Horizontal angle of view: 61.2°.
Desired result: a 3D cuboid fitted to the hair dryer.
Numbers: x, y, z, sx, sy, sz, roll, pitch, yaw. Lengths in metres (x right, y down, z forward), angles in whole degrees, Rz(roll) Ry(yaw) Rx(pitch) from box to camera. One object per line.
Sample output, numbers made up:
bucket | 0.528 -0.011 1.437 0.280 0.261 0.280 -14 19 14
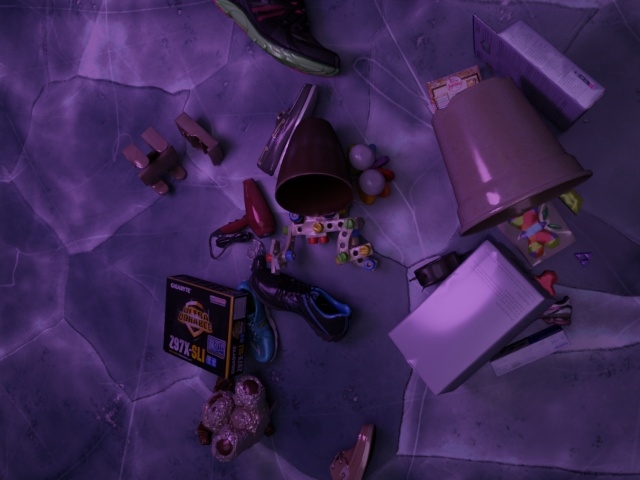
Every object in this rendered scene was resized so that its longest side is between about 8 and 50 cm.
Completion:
hair dryer | -0.247 -0.053 1.703 0.223 0.080 0.294 21 99 16

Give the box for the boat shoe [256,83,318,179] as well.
boat shoe | -0.099 -0.335 1.623 0.091 0.109 0.305 28 105 9

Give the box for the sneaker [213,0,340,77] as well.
sneaker | -0.119 -0.655 1.571 0.483 0.185 0.202 44 108 9

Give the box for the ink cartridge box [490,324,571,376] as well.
ink cartridge box | 0.562 0.295 1.463 0.207 0.097 0.046 -30 85 17

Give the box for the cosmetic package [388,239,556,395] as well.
cosmetic package | 0.397 0.209 1.442 0.385 0.156 0.217 -47 60 20

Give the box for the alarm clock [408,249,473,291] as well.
alarm clock | 0.346 0.074 1.508 0.191 0.129 0.064 -29 86 -10

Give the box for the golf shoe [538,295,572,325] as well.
golf shoe | 0.579 0.179 1.464 0.185 0.067 0.086 2 93 22

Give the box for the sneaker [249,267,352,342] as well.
sneaker | -0.054 0.163 1.614 0.340 0.125 0.140 28 142 7

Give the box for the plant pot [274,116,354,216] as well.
plant pot | -0.017 -0.219 1.502 0.215 0.215 0.231 -10 61 18

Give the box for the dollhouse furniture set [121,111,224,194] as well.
dollhouse furniture set | -0.450 -0.253 1.690 0.161 0.212 0.242 42 77 12

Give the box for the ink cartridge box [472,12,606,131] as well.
ink cartridge box | 0.513 -0.415 1.313 0.071 0.324 0.330 -45 81 14

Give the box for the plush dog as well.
plush dog | -0.279 0.557 1.725 0.225 0.211 0.263 11 68 30

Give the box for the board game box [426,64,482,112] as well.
board game box | 0.391 -0.366 1.500 0.146 0.045 0.194 -15 89 18

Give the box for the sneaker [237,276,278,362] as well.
sneaker | -0.211 0.255 1.696 0.106 0.110 0.276 -14 90 18

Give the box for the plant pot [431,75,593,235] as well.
plant pot | 0.434 -0.216 1.337 0.333 0.333 0.306 -27 78 17

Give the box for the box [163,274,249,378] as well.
box | -0.367 0.263 1.706 0.321 0.079 0.258 11 101 38

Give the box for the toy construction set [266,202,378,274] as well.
toy construction set | 0.000 0.000 1.603 0.327 0.151 0.215 -6 92 7

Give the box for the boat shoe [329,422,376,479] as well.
boat shoe | 0.077 0.696 1.628 0.110 0.121 0.342 21 101 14

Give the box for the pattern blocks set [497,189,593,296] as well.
pattern blocks set | 0.583 -0.031 1.473 0.325 0.026 0.285 43 104 11

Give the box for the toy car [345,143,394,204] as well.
toy car | 0.143 -0.198 1.552 0.136 0.159 0.182 -21 86 -17
